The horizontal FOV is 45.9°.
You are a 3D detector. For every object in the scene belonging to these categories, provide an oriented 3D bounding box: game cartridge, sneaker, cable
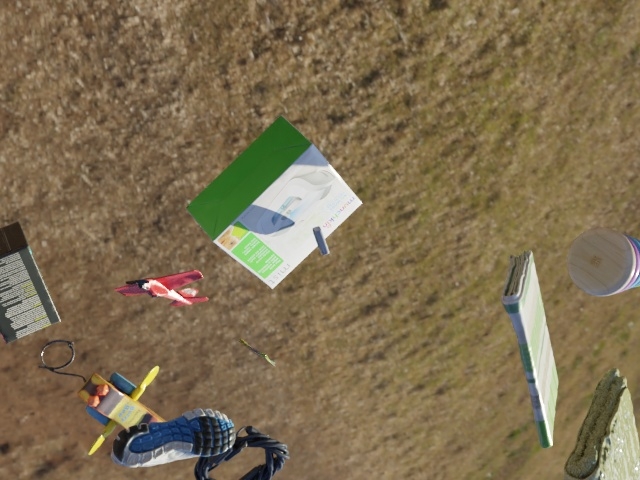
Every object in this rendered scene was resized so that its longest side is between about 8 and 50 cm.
[{"bbox_3d":[0.000,0.000,1.447,0.017,0.056,0.083,-23,-178,-3],"label":"game cartridge"},{"bbox_3d":[-0.221,0.298,1.126,0.190,0.071,0.083,0,155,-29],"label":"sneaker"},{"bbox_3d":[-0.146,0.414,1.403,0.150,0.047,0.184,25,117,-33],"label":"cable"}]

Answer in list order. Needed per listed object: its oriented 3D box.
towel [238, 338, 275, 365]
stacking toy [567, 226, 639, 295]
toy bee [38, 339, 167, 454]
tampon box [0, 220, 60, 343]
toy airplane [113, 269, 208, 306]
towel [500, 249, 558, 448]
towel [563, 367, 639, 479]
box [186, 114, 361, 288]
[{"bbox_3d":[-0.138,0.242,1.645,0.009,0.083,0.060,-55,146,-13],"label":"towel"},{"bbox_3d":[0.671,0.047,1.642,0.330,0.141,0.141,2,145,-46],"label":"stacking toy"},{"bbox_3d":[-0.412,0.321,1.467,0.298,0.195,0.162,19,172,-17],"label":"toy bee"},{"bbox_3d":[-0.542,0.073,1.328,0.101,0.120,0.161,-23,122,-20],"label":"tampon box"},{"bbox_3d":[-0.227,0.075,1.118,0.151,0.028,0.151,-5,164,-1],"label":"toy airplane"},{"bbox_3d":[0.194,0.098,0.701,0.023,0.152,0.113,-8,-162,24],"label":"towel"},{"bbox_3d":[0.214,0.174,0.560,0.027,0.110,0.148,-8,-164,32],"label":"towel"},{"bbox_3d":[-0.088,-0.071,1.502,0.262,0.127,0.231,-44,140,0],"label":"box"}]
